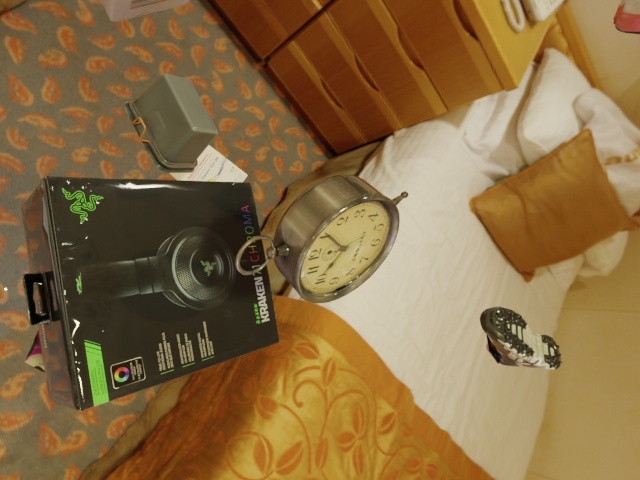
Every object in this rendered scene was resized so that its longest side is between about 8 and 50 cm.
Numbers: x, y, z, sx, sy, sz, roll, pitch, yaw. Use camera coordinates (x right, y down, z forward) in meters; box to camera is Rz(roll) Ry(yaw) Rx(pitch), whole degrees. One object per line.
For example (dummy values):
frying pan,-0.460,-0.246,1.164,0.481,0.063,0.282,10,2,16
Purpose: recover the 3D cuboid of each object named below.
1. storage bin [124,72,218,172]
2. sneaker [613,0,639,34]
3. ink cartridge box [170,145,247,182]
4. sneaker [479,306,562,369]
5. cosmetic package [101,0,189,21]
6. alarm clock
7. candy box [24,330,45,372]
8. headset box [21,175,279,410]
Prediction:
storage bin,-0.231,-0.188,0.627,0.135,0.091,0.098,60,29,7
sneaker,0.465,-0.387,0.533,0.136,0.115,0.314,87,19,-46
ink cartridge box,-0.289,-0.175,0.996,0.115,0.067,0.198,-53,146,1
sneaker,0.346,0.191,0.748,0.234,0.106,0.078,29,56,-31
cosmetic package,-0.336,-0.605,0.582,0.161,0.230,0.453,-28,114,-20
alarm clock,0.000,0.000,0.396,0.192,0.064,0.129,-12,133,-42
candy box,-0.413,0.210,0.788,0.159,0.233,0.071,25,92,3
headset box,-0.220,0.052,0.527,0.283,0.131,0.247,-6,83,-46
